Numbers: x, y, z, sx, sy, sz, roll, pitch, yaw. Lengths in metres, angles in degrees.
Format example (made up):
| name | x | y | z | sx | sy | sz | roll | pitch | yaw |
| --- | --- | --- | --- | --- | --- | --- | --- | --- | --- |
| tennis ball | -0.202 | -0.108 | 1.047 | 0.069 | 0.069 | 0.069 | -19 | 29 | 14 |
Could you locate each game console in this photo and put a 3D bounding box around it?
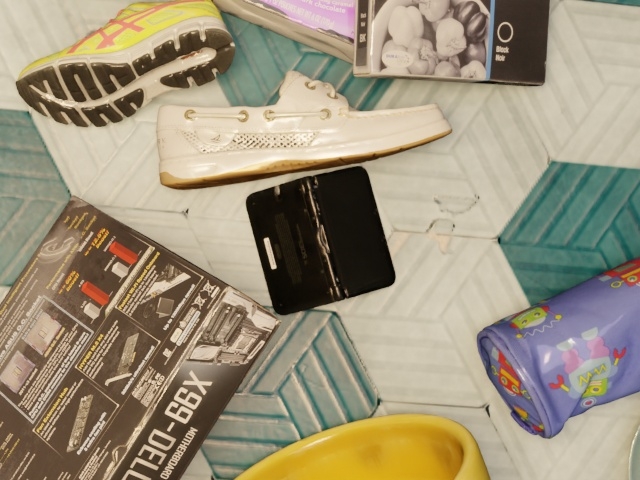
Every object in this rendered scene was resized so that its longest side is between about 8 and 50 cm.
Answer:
| name | x | y | z | sx | sy | sz | roll | pitch | yaw |
| --- | --- | --- | --- | --- | --- | --- | --- | --- | --- |
| game console | 0.000 | 0.000 | 1.073 | 0.107 | 0.071 | 0.122 | -16 | 88 | 23 |

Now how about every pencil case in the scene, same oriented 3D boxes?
| name | x | y | z | sx | sy | sz | roll | pitch | yaw |
| --- | --- | --- | --- | --- | --- | --- | --- | --- | --- |
| pencil case | 0.304 | 0.083 | 1.049 | 0.306 | 0.119 | 0.133 | -23 | 110 | -8 |

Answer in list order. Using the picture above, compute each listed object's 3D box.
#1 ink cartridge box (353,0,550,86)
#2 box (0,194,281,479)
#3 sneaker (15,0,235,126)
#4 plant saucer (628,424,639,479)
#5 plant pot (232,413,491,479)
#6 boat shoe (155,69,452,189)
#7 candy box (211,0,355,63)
| name | x | y | z | sx | sy | sz | roll | pitch | yaw |
| --- | --- | --- | --- | --- | --- | --- | --- | --- | --- |
| ink cartridge box | 0.127 | -0.252 | 1.035 | 0.206 | 0.045 | 0.208 | -2 | 95 | -29 |
| box | -0.209 | 0.138 | 0.935 | 0.076 | 0.242 | 0.307 | 39 | 80 | -46 |
| sneaker | -0.182 | -0.174 | 1.038 | 0.209 | 0.081 | 0.094 | -15 | 51 | 4 |
| plant saucer | 0.389 | 0.226 | 1.090 | 0.195 | 0.037 | 0.194 | 0 | 87 | -7 |
| plant pot | 0.048 | 0.311 | 0.951 | 0.254 | 0.254 | 0.239 | -21 | 101 | -7 |
| boat shoe | -0.017 | -0.112 | 1.034 | 0.277 | 0.098 | 0.096 | -8 | 88 | -6 |
| candy box | 0.006 | -0.289 | 1.060 | 0.165 | 0.070 | 0.196 | 21 | 85 | -6 |
